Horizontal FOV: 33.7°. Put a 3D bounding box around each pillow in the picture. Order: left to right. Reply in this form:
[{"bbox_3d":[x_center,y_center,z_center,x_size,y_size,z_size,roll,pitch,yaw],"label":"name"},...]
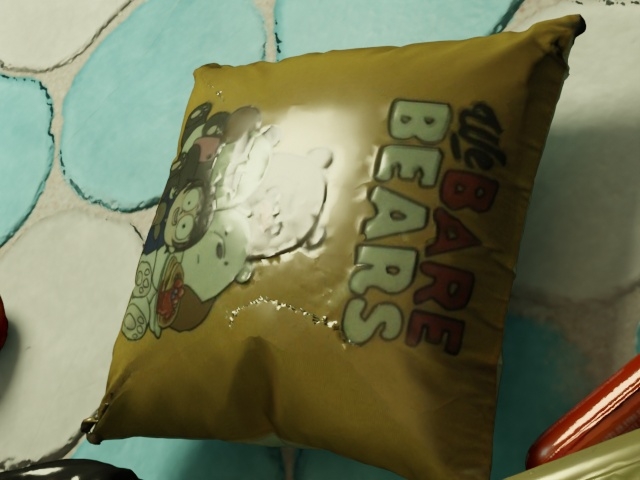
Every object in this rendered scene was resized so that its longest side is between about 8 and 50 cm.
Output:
[{"bbox_3d":[0.000,0.000,0.692,0.312,0.119,0.310,2,65,33],"label":"pillow"}]

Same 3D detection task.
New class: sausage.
[{"bbox_3d":[0.166,0.100,0.587,0.145,0.048,0.050,-42,45,9],"label":"sausage"}]

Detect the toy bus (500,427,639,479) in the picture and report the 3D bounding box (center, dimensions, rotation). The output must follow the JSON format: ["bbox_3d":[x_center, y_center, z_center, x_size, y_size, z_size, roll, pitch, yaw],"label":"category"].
[{"bbox_3d":[0.134,0.186,0.467,0.365,0.202,0.177,-26,56,17],"label":"toy bus"}]

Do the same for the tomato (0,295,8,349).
[{"bbox_3d":[-0.300,0.068,0.875,0.087,0.075,0.087,-28,44,31],"label":"tomato"}]

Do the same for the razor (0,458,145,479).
[{"bbox_3d":[-0.178,0.316,0.647,0.204,0.113,0.349,-18,62,25],"label":"razor"}]
